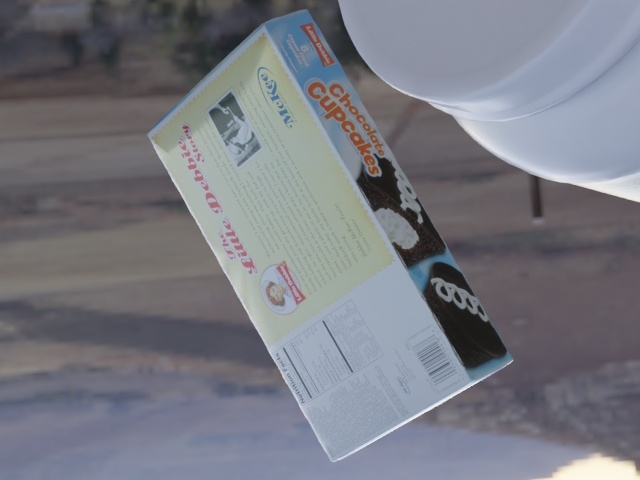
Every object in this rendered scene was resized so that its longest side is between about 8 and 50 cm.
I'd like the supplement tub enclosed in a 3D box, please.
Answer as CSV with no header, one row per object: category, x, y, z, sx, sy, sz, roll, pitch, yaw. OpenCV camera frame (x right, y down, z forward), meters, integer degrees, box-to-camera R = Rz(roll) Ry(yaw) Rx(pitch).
supplement tub,0.197,-0.131,0.824,0.331,0.241,0.241,13,164,-37

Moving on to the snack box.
snack box,0.000,0.000,1.349,0.060,0.322,0.187,-24,171,-44
